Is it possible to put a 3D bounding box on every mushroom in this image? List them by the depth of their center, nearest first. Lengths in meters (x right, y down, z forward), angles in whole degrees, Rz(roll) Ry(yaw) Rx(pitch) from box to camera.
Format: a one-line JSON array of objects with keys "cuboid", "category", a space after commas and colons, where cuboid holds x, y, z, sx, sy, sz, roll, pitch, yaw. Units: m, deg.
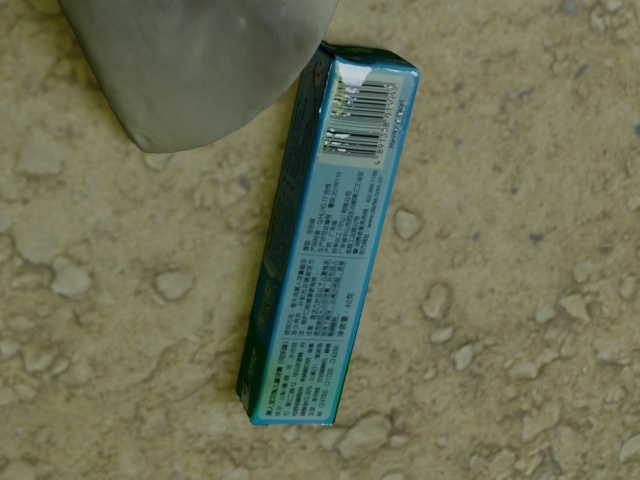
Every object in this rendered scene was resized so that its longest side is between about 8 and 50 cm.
[{"cuboid": [-0.149, -0.210, 0.609, 0.177, 0.126, 0.397, -38, 126, 9], "category": "mushroom"}]

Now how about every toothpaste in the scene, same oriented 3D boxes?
[{"cuboid": [0.000, 0.000, 0.812, 0.065, 0.050, 0.266, 3, 113, -24], "category": "toothpaste"}]
